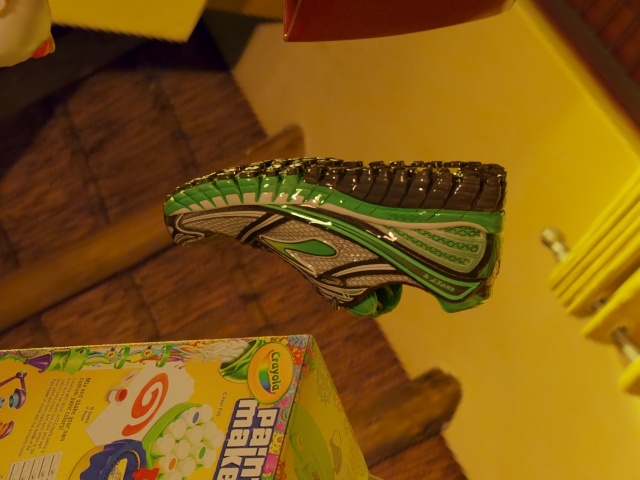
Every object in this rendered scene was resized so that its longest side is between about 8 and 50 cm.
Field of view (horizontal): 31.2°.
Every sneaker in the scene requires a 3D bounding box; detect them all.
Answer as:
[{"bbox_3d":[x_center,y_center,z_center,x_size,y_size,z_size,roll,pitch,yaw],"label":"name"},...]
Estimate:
[{"bbox_3d":[0.000,0.000,1.049,0.343,0.146,0.134,5,-169,30],"label":"sneaker"}]

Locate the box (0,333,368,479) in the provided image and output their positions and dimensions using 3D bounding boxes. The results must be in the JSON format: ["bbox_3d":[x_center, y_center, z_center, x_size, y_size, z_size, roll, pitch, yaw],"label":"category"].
[{"bbox_3d":[-0.138,0.236,0.828,0.279,0.177,0.290,-5,-138,19],"label":"box"}]

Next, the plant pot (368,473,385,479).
[{"bbox_3d":[-0.063,0.387,1.582,0.274,0.256,0.256,29,-146,12],"label":"plant pot"}]

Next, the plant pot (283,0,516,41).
[{"bbox_3d":[0.105,-0.360,1.143,0.235,0.267,0.267,5,-110,-12],"label":"plant pot"}]

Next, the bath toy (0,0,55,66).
[{"bbox_3d":[-0.189,-0.279,0.986,0.151,0.348,0.129,49,-164,4],"label":"bath toy"}]
